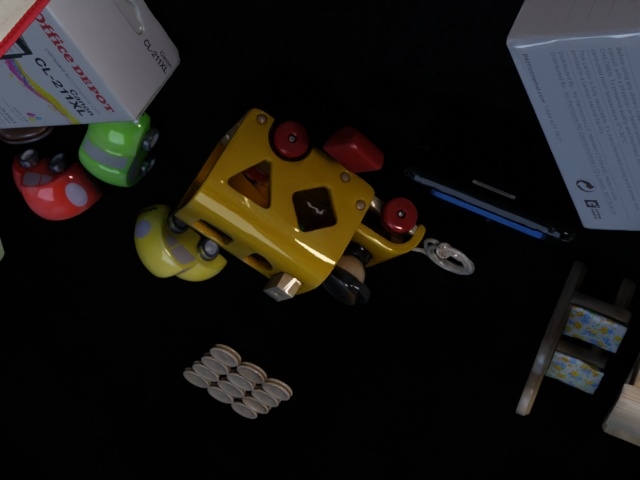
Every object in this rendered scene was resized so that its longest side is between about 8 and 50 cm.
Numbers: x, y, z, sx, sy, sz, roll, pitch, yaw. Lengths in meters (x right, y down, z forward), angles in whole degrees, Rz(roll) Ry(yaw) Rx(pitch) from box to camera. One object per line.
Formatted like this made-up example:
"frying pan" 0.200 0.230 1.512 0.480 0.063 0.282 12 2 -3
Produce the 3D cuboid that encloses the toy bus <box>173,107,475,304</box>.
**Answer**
"toy bus" -0.011 -0.006 0.805 0.202 0.104 0.191 19 159 32

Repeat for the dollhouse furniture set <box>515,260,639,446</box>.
"dollhouse furniture set" 0.256 0.115 0.748 0.212 0.161 0.242 21 149 13

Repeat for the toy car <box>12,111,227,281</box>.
"toy car" -0.194 -0.051 0.983 0.239 0.053 0.225 27 150 4

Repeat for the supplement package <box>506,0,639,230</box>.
"supplement package" 0.234 -0.093 0.474 0.244 0.139 0.134 2 142 36

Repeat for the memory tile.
"memory tile" -0.101 0.172 1.287 0.113 0.012 0.148 34 149 -9

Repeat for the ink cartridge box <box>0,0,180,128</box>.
"ink cartridge box" -0.216 -0.157 0.820 0.175 0.072 0.127 2 140 39

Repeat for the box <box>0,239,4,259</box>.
"box" -0.477 -0.092 1.155 0.232 0.058 0.322 25 151 8

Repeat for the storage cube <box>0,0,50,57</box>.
"storage cube" -0.209 -0.248 0.566 0.193 0.183 0.215 30 150 -1

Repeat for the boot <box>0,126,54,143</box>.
"boot" -0.303 -0.143 0.957 0.106 0.037 0.114 11 141 24

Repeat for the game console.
"game console" 0.119 -0.021 0.751 0.122 0.107 0.071 22 121 10
